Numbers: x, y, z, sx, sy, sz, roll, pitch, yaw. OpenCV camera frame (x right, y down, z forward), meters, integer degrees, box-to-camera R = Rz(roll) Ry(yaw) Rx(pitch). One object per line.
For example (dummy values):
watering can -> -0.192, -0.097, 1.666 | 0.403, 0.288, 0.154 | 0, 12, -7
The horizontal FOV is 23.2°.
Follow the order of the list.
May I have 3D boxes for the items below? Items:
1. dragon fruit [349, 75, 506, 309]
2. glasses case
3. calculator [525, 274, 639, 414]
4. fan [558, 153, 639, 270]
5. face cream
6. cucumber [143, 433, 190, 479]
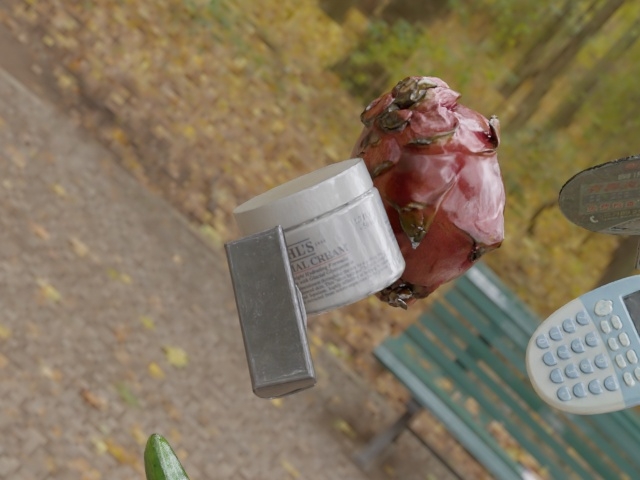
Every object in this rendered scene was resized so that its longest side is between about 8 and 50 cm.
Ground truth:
dragon fruit -> 0.142, -0.061, 2.107 | 0.250, 0.315, 0.250 | 4, 1, 0
glasses case -> -0.054, 0.078, 1.703 | 0.042, 0.072, 0.190 | 53, 21, -59
calculator -> 0.448, 0.149, 2.270 | 0.042, 0.303, 0.188 | 64, 6, -61
fan -> 0.424, -0.046, 1.884 | 0.294, 0.223, 0.012 | 30, 46, -49
face cream -> 0.000, 0.000, 1.908 | 0.177, 0.177, 0.153 | -58, 126, -79
cucumber -> -0.163, 0.357, 1.920 | 0.250, 0.056, 0.056 | 65, 14, 5
